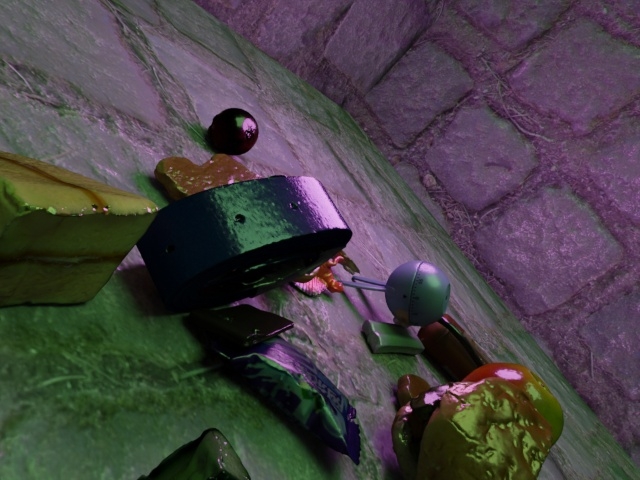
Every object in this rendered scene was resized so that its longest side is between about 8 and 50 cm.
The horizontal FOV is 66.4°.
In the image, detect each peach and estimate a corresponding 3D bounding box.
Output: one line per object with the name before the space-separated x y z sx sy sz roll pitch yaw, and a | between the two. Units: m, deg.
peach | 0.412 0.386 1.091 0.231 0.231 0.231 39 21 -18

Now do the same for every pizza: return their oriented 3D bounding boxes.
pizza | 0.000 0.000 1.186 0.262 0.034 0.181 47 -9 -18

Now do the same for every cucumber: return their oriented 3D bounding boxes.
cucumber | -0.138 0.249 0.390 0.086 0.193 0.115 45 -9 -10

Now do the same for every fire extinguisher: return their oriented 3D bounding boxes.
fire extinguisher | 0.374 0.289 1.269 0.376 0.200 0.113 46 56 3

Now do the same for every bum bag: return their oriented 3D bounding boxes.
bum bag | -0.115 0.122 0.748 0.109 0.026 0.159 16 7 21

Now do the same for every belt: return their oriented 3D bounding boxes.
belt | -0.105 0.006 0.762 0.347 0.212 0.117 -14 67 -47

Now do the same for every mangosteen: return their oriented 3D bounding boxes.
mangosteen | -0.231 -0.281 1.255 0.140 0.140 0.140 39 21 -18

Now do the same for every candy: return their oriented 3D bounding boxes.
candy | -0.042 0.216 0.737 0.275 0.070 0.145 39 13 -5

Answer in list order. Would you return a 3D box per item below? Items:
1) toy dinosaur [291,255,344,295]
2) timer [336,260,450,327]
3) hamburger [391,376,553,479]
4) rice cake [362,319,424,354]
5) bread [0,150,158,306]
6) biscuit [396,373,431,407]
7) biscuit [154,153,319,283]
toy dinosaur | -0.060 0.040 1.072 0.286 0.070 0.138 39 43 -14
timer | 0.189 0.139 1.190 0.175 0.256 0.175 46 36 -48
hamburger | 0.237 0.334 0.824 0.209 0.162 0.330 48 51 5
rice cake | 0.174 0.231 1.167 0.222 0.042 0.080 18 35 -51
bread | -0.341 -0.069 0.548 0.264 0.163 0.168 51 21 15
biscuit | 0.239 0.409 0.948 0.183 0.047 0.319 4 46 -56
biscuit | -0.156 -0.041 0.968 0.376 0.051 0.269 34 36 -18
